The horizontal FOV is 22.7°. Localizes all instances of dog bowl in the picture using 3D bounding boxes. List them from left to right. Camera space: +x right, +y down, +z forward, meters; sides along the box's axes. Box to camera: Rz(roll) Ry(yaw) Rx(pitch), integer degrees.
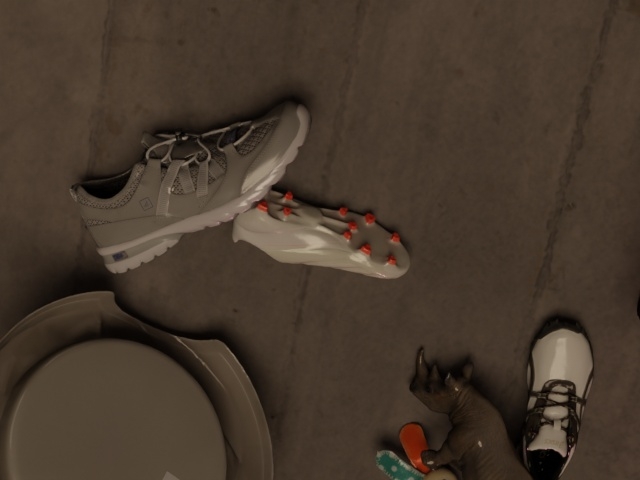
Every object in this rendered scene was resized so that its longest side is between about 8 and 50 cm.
[{"bbox_3d":[-0.224,0.232,1.686,0.349,0.349,0.102,40,147,-14],"label":"dog bowl"}]

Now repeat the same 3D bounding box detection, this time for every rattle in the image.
[{"bbox_3d":[0.143,0.319,1.791,0.130,0.143,0.200,-10,107,-12],"label":"rattle"}]

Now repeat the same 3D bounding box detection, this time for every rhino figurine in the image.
[{"bbox_3d":[0.169,0.228,1.761,0.106,0.073,0.243,-36,76,42],"label":"rhino figurine"}]

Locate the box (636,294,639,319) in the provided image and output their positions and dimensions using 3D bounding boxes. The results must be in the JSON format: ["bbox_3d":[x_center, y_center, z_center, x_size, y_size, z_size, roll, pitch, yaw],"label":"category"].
[{"bbox_3d":[0.449,0.043,1.647,0.203,0.167,0.168,4,114,0],"label":"box"}]

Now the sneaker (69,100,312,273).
[{"bbox_3d":[-0.138,-0.072,1.653,0.281,0.105,0.115,-31,109,15],"label":"sneaker"}]

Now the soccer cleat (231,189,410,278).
[{"bbox_3d":[0.000,0.000,1.708,0.196,0.068,0.076,20,134,-9],"label":"soccer cleat"}]

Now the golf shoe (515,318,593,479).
[{"bbox_3d":[0.263,0.187,1.760,0.077,0.094,0.198,4,113,1],"label":"golf shoe"}]
